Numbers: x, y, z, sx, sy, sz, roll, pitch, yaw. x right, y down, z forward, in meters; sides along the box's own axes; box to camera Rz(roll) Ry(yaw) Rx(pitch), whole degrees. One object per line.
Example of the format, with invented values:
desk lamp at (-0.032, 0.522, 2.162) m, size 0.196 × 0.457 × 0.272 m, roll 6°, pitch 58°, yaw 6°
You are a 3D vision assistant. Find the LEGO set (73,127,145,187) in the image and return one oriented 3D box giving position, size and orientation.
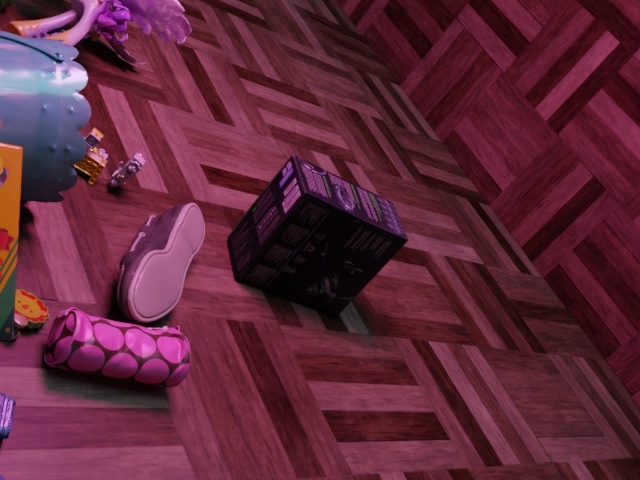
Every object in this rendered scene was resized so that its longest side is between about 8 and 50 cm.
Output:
LEGO set at (-0.458, -0.222, 1.614) m, size 0.287 × 0.132 × 0.107 m, roll 55°, pitch 14°, yaw -23°

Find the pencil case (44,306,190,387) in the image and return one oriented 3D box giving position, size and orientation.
pencil case at (-0.300, 0.157, 1.287) m, size 0.209 × 0.095 × 0.098 m, roll 19°, pitch 68°, yaw -40°

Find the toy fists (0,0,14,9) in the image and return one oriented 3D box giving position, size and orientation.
toy fists at (-0.767, -0.585, 1.809) m, size 0.279 × 0.096 × 0.142 m, roll 30°, pitch 41°, yaw -23°

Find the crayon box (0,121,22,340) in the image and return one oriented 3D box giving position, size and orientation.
crayon box at (-0.501, -0.030, 1.123) m, size 0.202 × 0.081 × 0.319 m, roll 8°, pitch 77°, yaw -46°

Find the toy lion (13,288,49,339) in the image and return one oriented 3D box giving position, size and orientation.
toy lion at (-0.447, 0.096, 1.256) m, size 0.100 × 0.034 × 0.096 m, roll 37°, pitch 20°, yaw -6°

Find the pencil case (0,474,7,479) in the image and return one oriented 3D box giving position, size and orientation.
pencil case at (-0.415, 0.270, 0.923) m, size 0.306 × 0.119 × 0.133 m, roll 36°, pitch 49°, yaw -11°

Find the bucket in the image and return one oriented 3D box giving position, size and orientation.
bucket at (-0.505, -0.195, 1.362) m, size 0.183 × 0.281 × 0.281 m, roll 1°, pitch 46°, yaw -41°

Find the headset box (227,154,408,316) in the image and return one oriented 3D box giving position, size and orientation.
headset box at (0.000, 0.000, 1.745) m, size 0.283 × 0.246 × 0.131 m, roll 22°, pitch 32°, yaw -31°

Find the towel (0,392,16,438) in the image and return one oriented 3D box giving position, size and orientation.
towel at (-0.445, 0.209, 1.083) m, size 0.119 × 0.029 × 0.067 m, roll 27°, pitch 29°, yaw -26°

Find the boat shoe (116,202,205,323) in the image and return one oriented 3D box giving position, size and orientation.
boat shoe at (-0.291, 0.043, 1.497) m, size 0.335 × 0.095 × 0.112 m, roll -70°, pitch 144°, yaw -58°

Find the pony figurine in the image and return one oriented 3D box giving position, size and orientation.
pony figurine at (-0.493, -0.521, 1.865) m, size 0.363 × 0.302 × 0.351 m, roll -44°, pitch 112°, yaw -39°
